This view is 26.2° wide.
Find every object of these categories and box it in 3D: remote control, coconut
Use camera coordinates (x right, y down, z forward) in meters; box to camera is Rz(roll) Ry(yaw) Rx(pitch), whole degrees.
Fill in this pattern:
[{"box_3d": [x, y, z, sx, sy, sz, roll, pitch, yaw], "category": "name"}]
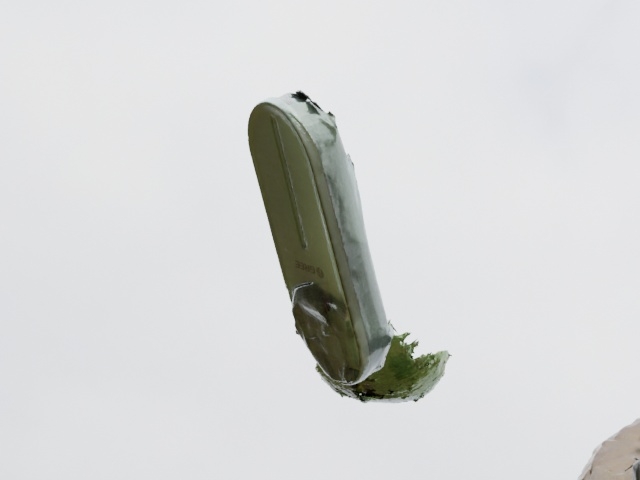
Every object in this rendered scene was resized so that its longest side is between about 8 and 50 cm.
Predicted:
[{"box_3d": [0.000, 0.000, 1.108, 0.104, 0.052, 0.247, 19, -53, 57], "category": "remote control"}, {"box_3d": [0.054, 0.120, 1.306, 0.133, 0.055, 0.158, 9, -31, 19], "category": "coconut"}]

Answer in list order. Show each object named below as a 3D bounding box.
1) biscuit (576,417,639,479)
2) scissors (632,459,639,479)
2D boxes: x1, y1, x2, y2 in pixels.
[{"box_3d": [0.337, 0.221, 1.067, 0.295, 0.296, 0.075, 12, -57, 25], "category": "biscuit"}, {"box_3d": [0.225, 0.249, 0.903, 0.017, 0.220, 0.088, -7, -30, 8], "category": "scissors"}]
